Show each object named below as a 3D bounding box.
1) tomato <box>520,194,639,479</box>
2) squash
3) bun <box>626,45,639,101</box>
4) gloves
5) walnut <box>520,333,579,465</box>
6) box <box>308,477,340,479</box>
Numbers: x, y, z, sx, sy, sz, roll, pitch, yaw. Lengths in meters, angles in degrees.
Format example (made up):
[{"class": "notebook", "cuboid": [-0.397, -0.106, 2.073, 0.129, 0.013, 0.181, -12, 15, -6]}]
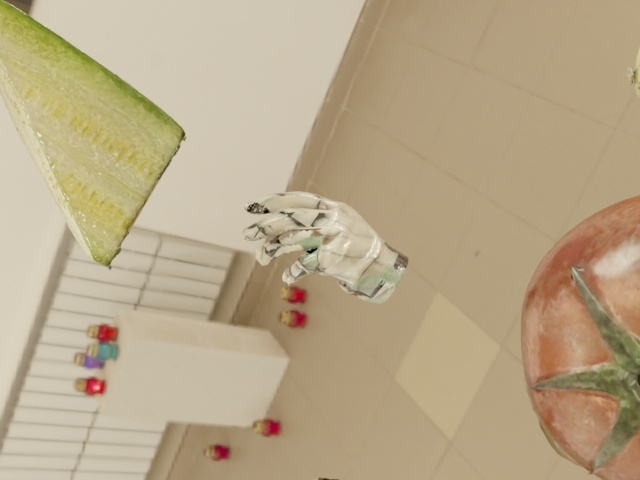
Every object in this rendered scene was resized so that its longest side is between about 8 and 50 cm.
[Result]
[{"class": "tomato", "cuboid": [0.311, 0.083, 0.679, 0.265, 0.265, 0.265, -26, 58, 50]}, {"class": "squash", "cuboid": [-0.321, -0.119, 0.915, 0.203, 0.288, 0.111, -63, 14, -18]}, {"class": "bun", "cuboid": [0.506, -0.207, 0.934, 0.259, 0.160, 0.259, -33, 33, 25]}, {"class": "gloves", "cuboid": [0.002, -0.003, 1.014, 0.128, 0.212, 0.111, -60, 4, -35]}, {"class": "walnut", "cuboid": [0.372, 0.152, 0.982, 0.273, 0.227, 0.273, 180, 90, -84]}, {"class": "box", "cuboid": [-0.010, 0.295, 0.423, 0.211, 0.045, 0.270, -47, 48, 25]}]
